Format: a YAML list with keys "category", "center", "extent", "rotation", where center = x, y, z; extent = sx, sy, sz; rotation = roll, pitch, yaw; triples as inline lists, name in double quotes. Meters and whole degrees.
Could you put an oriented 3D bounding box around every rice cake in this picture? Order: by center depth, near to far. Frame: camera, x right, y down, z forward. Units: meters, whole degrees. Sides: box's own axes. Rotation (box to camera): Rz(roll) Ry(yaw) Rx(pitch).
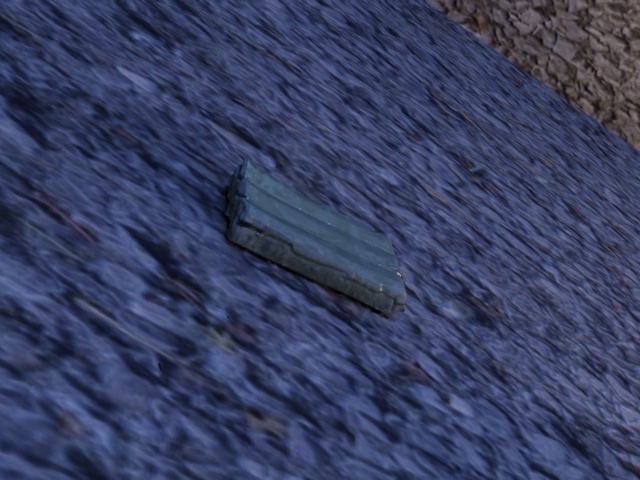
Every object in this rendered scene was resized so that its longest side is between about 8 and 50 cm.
- category: "rice cake"
  center: [0.000, 0.000, 1.081]
  extent: [0.211, 0.038, 0.124]
  rotation: [29, 27, -23]
